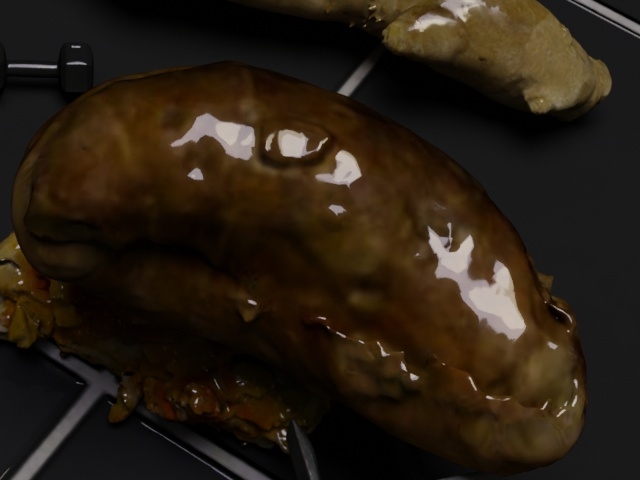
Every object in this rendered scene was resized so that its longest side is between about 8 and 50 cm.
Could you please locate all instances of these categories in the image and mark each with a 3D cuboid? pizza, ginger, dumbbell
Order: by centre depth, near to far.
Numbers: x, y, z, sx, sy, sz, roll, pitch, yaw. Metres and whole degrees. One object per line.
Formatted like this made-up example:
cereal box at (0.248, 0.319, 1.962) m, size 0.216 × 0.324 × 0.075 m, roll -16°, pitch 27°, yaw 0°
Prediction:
ginger at (0.000, 0.000, 0.761) m, size 0.321 × 0.165 × 0.172 m, roll 23°, pitch 42°, yaw 5°
pizza at (-0.056, 0.028, 0.877) m, size 0.289 × 0.081 × 0.229 m, roll -12°, pitch 59°, yaw -21°
dumbbell at (-0.197, -0.117, 0.980) m, size 0.083 × 0.040 × 0.036 m, roll 0°, pitch 85°, yaw -11°
ginger at (0.009, -0.207, 1.035) m, size 0.363 × 0.122 × 0.348 m, roll -12°, pitch 49°, yaw -30°

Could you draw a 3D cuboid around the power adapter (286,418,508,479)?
power adapter at (0.041, 0.181, 0.759) m, size 0.130 × 0.125 × 0.205 m, roll -10°, pitch 58°, yaw -17°
